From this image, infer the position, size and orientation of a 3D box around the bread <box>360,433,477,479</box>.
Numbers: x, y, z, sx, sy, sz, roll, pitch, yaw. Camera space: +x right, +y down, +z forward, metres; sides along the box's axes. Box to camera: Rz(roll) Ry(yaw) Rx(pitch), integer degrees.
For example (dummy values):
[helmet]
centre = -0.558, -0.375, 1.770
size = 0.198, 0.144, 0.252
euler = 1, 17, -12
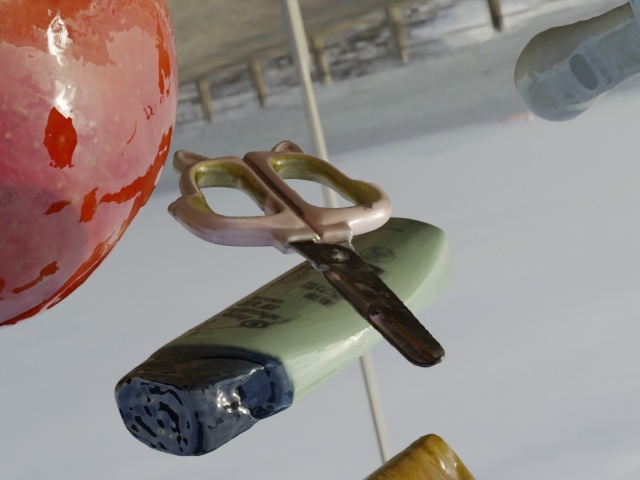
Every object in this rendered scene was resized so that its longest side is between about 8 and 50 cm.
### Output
[bread]
centre = 0.030, 0.356, 1.221
size = 0.233, 0.245, 0.362
euler = -45, 166, 25

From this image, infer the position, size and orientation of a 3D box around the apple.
[apple]
centre = -0.201, -0.085, 0.667
size = 0.261, 0.260, 0.216
euler = -14, 143, -18

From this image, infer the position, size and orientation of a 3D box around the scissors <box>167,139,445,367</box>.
[scissors]
centre = 0.000, 0.000, 0.874
size = 0.160, 0.024, 0.317
euler = -6, -153, -24

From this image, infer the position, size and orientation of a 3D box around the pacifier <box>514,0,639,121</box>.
[pacifier]
centre = 0.277, -0.178, 1.262
size = 0.207, 0.279, 0.227
euler = -19, -150, 24

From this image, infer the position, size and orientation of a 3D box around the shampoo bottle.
[shampoo bottle]
centre = -0.010, 0.073, 1.142
size = 0.134, 0.078, 0.359
euler = 4, -158, 35
